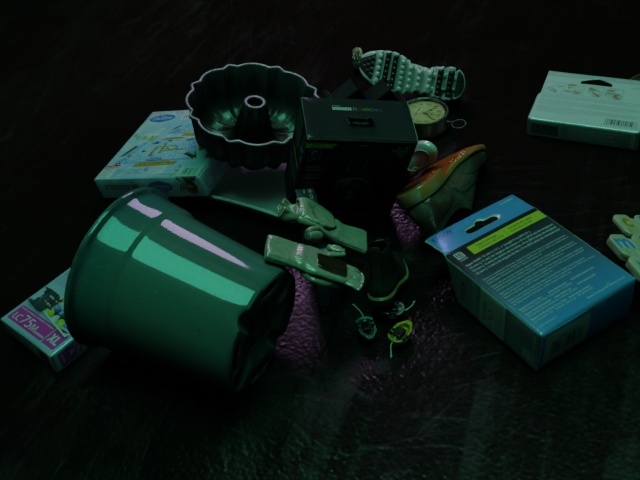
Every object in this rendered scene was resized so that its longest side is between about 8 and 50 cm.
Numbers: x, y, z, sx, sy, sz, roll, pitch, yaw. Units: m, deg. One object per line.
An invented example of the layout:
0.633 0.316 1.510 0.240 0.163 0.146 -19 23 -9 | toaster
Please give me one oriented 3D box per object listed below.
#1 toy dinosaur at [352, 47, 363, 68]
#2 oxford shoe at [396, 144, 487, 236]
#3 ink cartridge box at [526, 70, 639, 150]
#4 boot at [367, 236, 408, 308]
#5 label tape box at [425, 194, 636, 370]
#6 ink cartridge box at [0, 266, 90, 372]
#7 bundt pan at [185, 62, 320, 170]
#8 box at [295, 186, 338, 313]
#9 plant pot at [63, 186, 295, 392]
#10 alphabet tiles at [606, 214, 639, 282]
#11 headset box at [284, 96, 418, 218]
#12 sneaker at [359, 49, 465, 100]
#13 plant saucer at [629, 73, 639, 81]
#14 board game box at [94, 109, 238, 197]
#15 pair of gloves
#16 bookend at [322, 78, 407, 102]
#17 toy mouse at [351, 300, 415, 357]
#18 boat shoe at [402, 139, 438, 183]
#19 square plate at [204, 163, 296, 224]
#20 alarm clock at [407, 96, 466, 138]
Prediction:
0.191 -0.479 2.355 0.118 0.064 0.268 -24 49 -13 | toy dinosaur
0.304 -0.120 1.910 0.130 0.133 0.363 -26 8 45 | oxford shoe
0.698 -0.342 2.122 0.275 0.060 0.239 12 44 21 | ink cartridge box
0.140 0.035 1.705 0.077 0.137 0.198 -1 26 11 | boot
0.415 0.072 1.664 0.249 0.115 0.347 -26 43 -21 | label tape box
-0.507 0.130 1.774 0.186 0.065 0.311 26 50 32 | ink cartridge box
-0.161 -0.287 1.981 0.331 0.124 0.331 4 45 -4 | bundt pan
-0.009 0.018 1.750 0.044 0.159 0.233 -11 41 -3 | box
-0.250 0.111 1.577 0.334 0.341 0.341 22 49 19 | plant pot
0.722 0.040 1.651 0.284 0.021 0.278 0 39 -22 | alphabet tiles
0.062 -0.186 1.823 0.246 0.283 0.131 1 53 -13 | headset box
0.248 -0.443 2.240 0.292 0.110 0.118 17 7 4 | sneaker
0.900 -0.393 2.172 0.168 0.029 0.168 -4 41 3 | plant saucer
-0.367 -0.230 2.108 0.318 0.066 0.318 1 41 26 | board game box
0.000 0.000 1.593 0.204 0.042 0.240 26 32 -7 | pair of gloves
0.117 -0.369 2.125 0.156 0.157 0.072 -38 42 11 | bookend
0.123 0.166 1.660 0.143 0.031 0.161 21 49 28 | toy mouse
0.212 -0.178 1.941 0.066 0.184 0.063 42 62 -12 | boat shoe
-0.093 -0.172 2.057 0.344 0.049 0.347 16 47 25 | square plate
0.290 -0.316 2.149 0.192 0.064 0.129 13 45 26 | alarm clock
